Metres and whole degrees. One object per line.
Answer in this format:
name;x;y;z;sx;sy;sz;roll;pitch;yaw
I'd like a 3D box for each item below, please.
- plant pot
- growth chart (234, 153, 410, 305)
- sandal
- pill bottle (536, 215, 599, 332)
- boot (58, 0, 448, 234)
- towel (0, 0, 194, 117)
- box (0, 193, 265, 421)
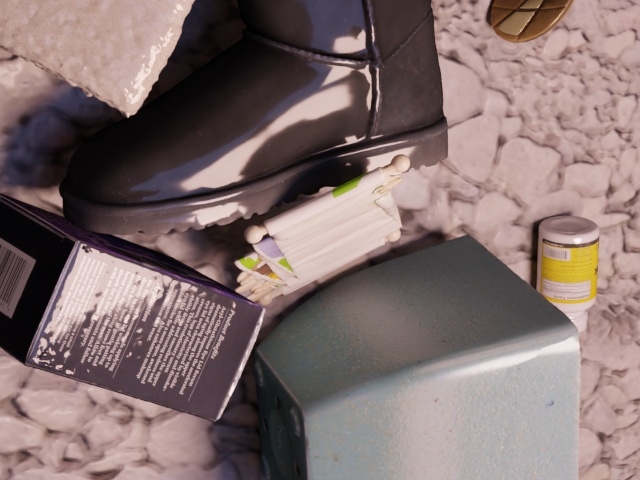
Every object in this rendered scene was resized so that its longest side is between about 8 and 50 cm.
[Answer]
plant pot;0.076;0.166;1.593;0.252;0.247;0.248;-10;114;-17
growth chart;0.000;0.000;1.480;0.172;0.021;0.237;-24;165;-4
sandal;0.235;-0.266;1.664;0.180;0.072;0.049;-59;153;-10
pill bottle;0.262;0.037;1.795;0.065;0.065;0.116;-16;117;-33
boot;-0.065;-0.255;1.368;0.367;0.146;0.445;-17;116;-29
towel;-0.218;-0.234;1.254;0.282;0.049;0.187;29;93;-16
box;-0.178;0.055;1.396;0.207;0.153;0.108;22;92;-42
